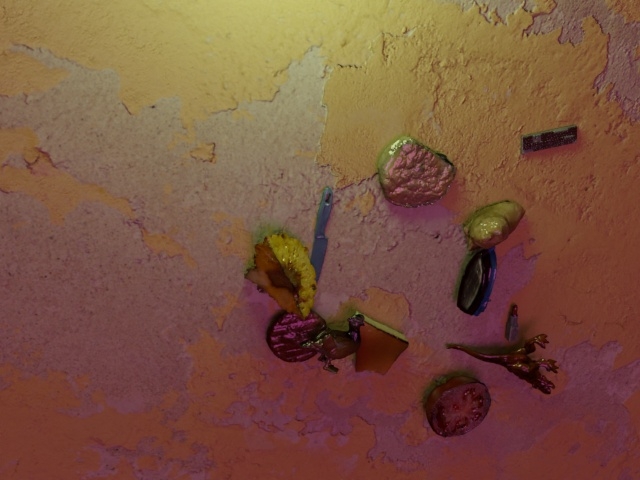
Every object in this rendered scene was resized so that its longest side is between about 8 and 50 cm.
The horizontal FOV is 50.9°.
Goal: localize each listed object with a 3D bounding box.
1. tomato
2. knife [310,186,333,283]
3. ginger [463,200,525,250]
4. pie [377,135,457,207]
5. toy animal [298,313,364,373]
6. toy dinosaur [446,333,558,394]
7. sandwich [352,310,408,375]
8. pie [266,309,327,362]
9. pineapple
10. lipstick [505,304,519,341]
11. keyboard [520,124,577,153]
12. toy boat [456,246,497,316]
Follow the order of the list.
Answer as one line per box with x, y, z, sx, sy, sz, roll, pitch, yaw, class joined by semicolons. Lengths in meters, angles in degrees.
0.434;0.520;2.149;0.224;0.085;0.225;-7;116;-15;tomato
0.000;0.000;1.816;0.044;0.019;0.313;2;117;-19;knife
0.504;-0.042;1.873;0.193;0.122;0.115;-29;107;-7;ginger
0.245;-0.169;1.772;0.218;0.052;0.185;28;105;-27;pie
0.036;0.275;1.877;0.188;0.089;0.179;15;109;-32;toy animal
0.622;0.367;2.103;0.432;0.097;0.208;32;138;-22;toy dinosaur
0.141;0.315;1.984;0.192;0.058;0.162;30;106;-24;sandwich
-0.066;0.270;1.913;0.182;0.050;0.183;-6;119;-11;pie
-0.106;0.081;1.793;0.164;0.140;0.250;-17;110;41;pineapple
0.599;0.253;2.089;0.030;0.030;0.129;-7;117;-11;lipstick
0.626;-0.274;1.838;0.165;0.017;0.055;-13;119;-8;keyboard
0.467;0.117;1.951;0.097;0.100;0.223;-10;123;-40;toy boat
